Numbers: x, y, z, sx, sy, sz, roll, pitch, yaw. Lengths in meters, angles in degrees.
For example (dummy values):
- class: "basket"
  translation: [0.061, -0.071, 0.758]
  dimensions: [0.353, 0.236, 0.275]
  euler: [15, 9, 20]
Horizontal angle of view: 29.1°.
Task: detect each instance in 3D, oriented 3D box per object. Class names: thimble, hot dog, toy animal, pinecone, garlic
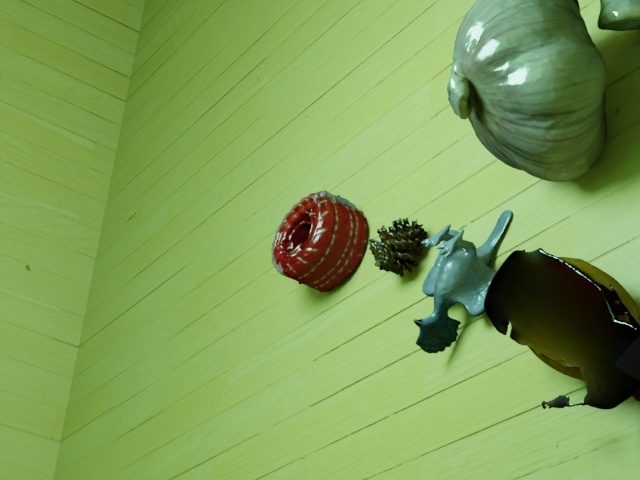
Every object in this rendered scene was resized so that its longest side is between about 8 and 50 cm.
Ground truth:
- class: "thimble"
  translation: [-0.003, 0.007, 2.458]
  dimensions: [0.189, 0.125, 0.163]
  euler: [-50, 34, 28]
- class: "hot dog"
  translation: [0.373, 0.133, 1.734]
  dimensions: [0.194, 0.107, 0.326]
  euler: [-63, 36, 27]
- class: "toy animal"
  translation: [0.236, 0.058, 2.058]
  dimensions: [0.255, 0.176, 0.239]
  euler: [-35, 29, -13]
- class: "pinecone"
  translation: [0.143, 0.010, 2.238]
  dimensions: [0.109, 0.102, 0.102]
  euler: [-46, 33, 16]
- class: "garlic"
  translation: [0.331, -0.243, 1.921]
  dimensions: [0.241, 0.322, 0.322]
  euler: [-17, 49, 20]

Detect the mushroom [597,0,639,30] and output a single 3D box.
- class: "mushroom"
  translation: [0.459, -0.531, 1.875]
  dimensions: [0.315, 0.315, 0.356]
  euler: [-21, 42, 54]
